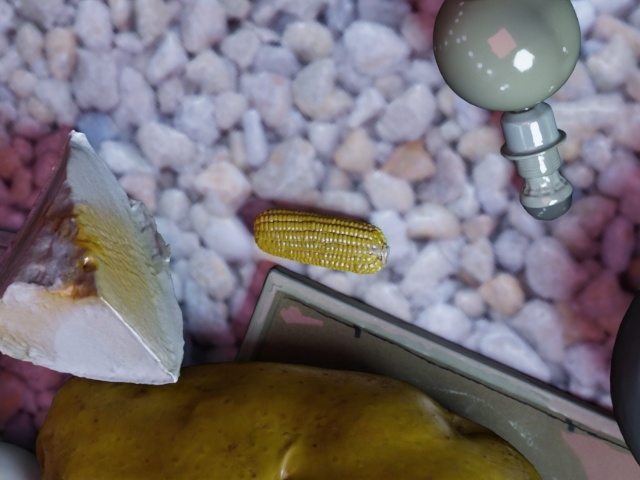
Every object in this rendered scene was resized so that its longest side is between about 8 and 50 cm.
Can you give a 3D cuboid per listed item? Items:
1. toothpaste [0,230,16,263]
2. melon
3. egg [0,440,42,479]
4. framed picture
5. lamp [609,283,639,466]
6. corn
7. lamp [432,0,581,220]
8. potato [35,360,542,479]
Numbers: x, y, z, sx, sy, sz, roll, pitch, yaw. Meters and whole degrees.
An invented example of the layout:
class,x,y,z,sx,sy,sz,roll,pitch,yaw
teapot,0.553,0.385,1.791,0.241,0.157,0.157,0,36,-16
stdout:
class,x,y,z,sx,sy,sz,roll,pitch,yaw
toothpaste,-0.296,0.128,1.014,0.100,0.066,0.323,10,65,24
melon,-0.173,0.020,0.996,0.139,0.093,0.202,-27,57,5
egg,-0.223,0.240,1.052,0.151,0.151,0.209,-19,90,15
framed picture,0.077,0.193,1.047,0.335,0.022,0.247,23,104,7
lamp,0.277,0.017,0.891,0.182,0.182,0.314,14,100,9
corn,0.000,0.000,1.020,0.092,0.037,0.037,11,103,14
lamp,0.126,-0.086,0.958,0.091,0.091,0.163,-11,114,14
potato,-0.014,0.178,0.966,0.369,0.176,0.195,15,102,15
